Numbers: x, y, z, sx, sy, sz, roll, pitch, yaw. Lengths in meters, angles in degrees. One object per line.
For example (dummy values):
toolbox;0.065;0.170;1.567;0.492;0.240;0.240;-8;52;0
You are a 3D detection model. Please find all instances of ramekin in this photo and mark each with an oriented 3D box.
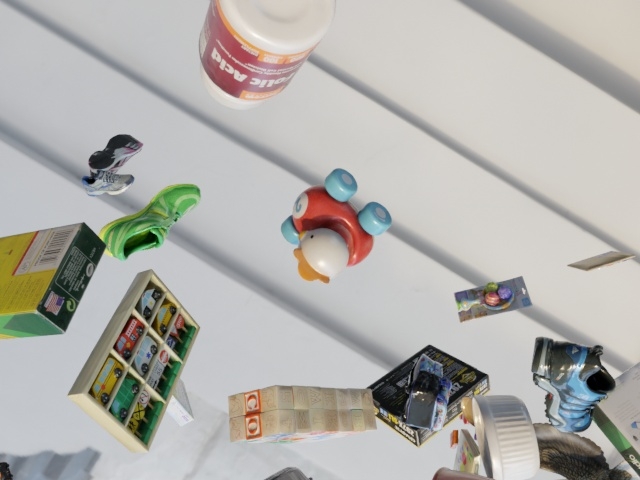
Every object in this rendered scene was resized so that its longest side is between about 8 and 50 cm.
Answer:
ramekin;0.430;0.458;1.349;0.207;0.109;0.207;-10;90;-85

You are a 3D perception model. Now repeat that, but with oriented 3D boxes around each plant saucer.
plant saucer;0.401;0.447;1.515;0.015;0.083;0.083;-17;162;-24

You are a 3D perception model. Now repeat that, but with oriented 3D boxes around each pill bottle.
pill bottle;-0.134;-0.426;1.214;0.224;0.224;0.392;-60;-167;-16

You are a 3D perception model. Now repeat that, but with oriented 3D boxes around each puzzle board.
puzzle board;0.703;0.053;1.455;0.128;0.011;0.096;-16;-174;-5

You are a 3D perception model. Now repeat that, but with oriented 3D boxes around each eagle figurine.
eagle figurine;0.642;0.606;1.460;0.298;0.225;0.226;16;-97;56

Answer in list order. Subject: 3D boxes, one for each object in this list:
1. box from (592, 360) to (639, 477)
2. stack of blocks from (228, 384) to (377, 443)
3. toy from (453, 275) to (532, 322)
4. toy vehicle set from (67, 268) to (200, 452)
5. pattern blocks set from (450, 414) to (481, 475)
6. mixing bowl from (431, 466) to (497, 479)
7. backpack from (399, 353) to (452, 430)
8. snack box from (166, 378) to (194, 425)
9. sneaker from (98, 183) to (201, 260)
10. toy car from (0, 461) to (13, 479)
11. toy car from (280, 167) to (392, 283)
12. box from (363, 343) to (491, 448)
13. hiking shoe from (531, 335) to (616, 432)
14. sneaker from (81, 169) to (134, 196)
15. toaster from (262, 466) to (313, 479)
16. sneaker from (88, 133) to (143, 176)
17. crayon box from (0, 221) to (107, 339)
box;0.774;0.437;1.287;0.232;0.322;0.058;-22;149;-22
stack of blocks;-0.044;0.352;1.159;0.171;0.297;0.087;-23;-117;34
toy;0.566;0.184;1.932;0.237;0.056;0.137;-19;-140;17
toy vehicle set;-0.307;0.201;0.999;0.035;0.166;0.267;-14;-143;24
pattern blocks set;0.455;0.689;1.793;0.285;0.026;0.324;-98;-168;-62
mixing bowl;0.180;0.315;0.567;0.098;0.181;0.181;-17;-156;25
backpack;0.293;0.405;1.574;0.173;0.117;0.158;-60;157;-51
snack box;-0.318;0.317;1.228;0.037;0.100;0.141;-23;139;-6
sneaker;-0.421;-0.039;1.499;0.295;0.123;0.109;-38;148;-24
toy car;-0.876;0.639;1.541;0.040;0.060;0.122;-39;175;10
toy car;0.000;0.000;1.269;0.219;0.210;0.238;-43;-177;36
box;0.329;0.477;1.825;0.322;0.079;0.257;-28;-150;-28
hiking shoe;0.517;0.306;1.154;0.132;0.304;0.113;-2;-129;37
sneaker;-0.522;-0.145;1.415;0.058;0.135;0.052;70;14;-45
toaster;-0.091;0.615;1.288;0.227;0.146;0.129;-19;136;-31
sneaker;-0.541;-0.213;1.511;0.178;0.072;0.077;-46;173;-45
crayon box;-0.581;0.082;1.092;0.081;0.319;0.202;60;32;-44
